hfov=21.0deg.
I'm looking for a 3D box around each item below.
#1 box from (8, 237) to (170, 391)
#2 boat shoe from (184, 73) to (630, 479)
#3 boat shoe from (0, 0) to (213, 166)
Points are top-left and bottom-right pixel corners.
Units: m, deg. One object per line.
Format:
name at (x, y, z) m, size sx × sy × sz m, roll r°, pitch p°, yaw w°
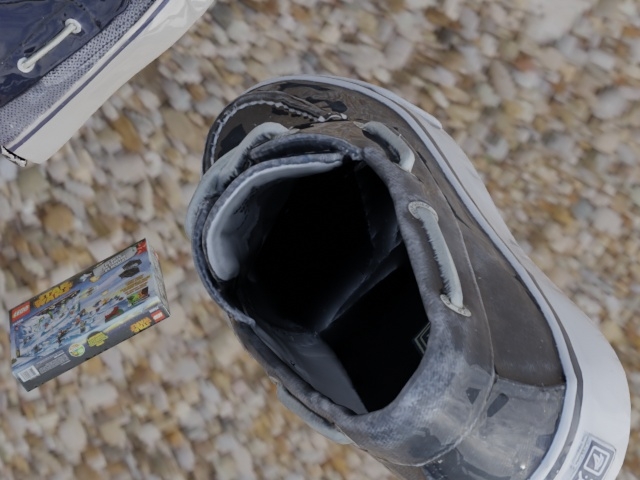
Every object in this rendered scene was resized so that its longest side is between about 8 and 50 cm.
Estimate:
box at (-0.193, 0.061, 1.437) m, size 0.137 × 0.094 × 0.027 m, roll -28°, pitch 123°, yaw 6°
boat shoe at (0.000, 0.000, 0.642) m, size 0.102 × 0.301 × 0.108 m, roll 31°, pitch 104°, yaw -32°
boat shoe at (-0.191, -0.197, 1.274) m, size 0.158 × 0.127 × 0.340 m, roll 27°, pitch 124°, yaw -32°
